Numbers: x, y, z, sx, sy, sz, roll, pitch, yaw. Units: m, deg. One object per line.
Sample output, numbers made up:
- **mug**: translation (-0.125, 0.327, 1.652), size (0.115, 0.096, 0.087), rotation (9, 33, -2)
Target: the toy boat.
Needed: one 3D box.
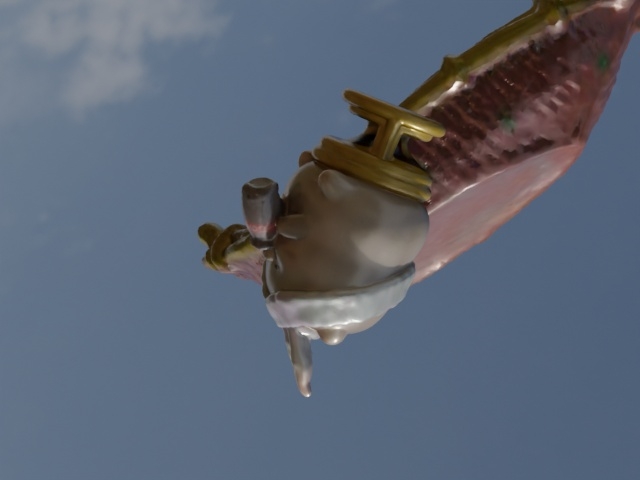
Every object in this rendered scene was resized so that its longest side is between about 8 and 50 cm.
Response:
- **toy boat**: translation (0.058, -0.043, 0.906), size (0.318, 0.141, 0.099), rotation (-34, -115, 27)

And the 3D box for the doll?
- **doll**: translation (0.000, 0.000, 0.694), size (0.073, 0.084, 0.127), rotation (33, -78, 60)
